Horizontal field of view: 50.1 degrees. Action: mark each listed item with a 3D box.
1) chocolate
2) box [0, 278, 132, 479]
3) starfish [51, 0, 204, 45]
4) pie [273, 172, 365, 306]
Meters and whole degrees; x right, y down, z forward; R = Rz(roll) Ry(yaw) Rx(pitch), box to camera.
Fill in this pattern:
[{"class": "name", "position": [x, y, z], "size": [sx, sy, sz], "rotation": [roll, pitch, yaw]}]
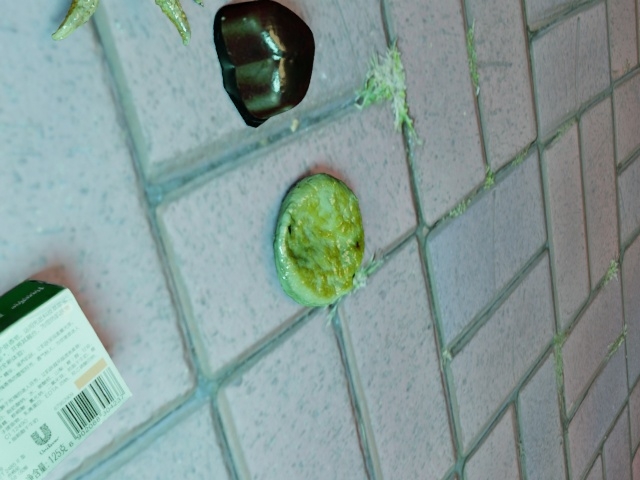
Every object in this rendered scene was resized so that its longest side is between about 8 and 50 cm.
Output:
[{"class": "chocolate", "position": [-0.051, -0.215, 0.825], "size": [0.125, 0.080, 0.148], "rotation": [-27, 113, -45]}, {"class": "box", "position": [-0.281, 0.144, 0.593], "size": [0.199, 0.081, 0.135], "rotation": [-45, 125, -40]}, {"class": "starfish", "position": [-0.180, -0.336, 0.656], "size": [0.301, 0.084, 0.293], "rotation": [-35, 124, -38]}, {"class": "pie", "position": [0.000, 0.000, 0.939], "size": [0.187, 0.041, 0.186], "rotation": [-7, 99, -49]}]
